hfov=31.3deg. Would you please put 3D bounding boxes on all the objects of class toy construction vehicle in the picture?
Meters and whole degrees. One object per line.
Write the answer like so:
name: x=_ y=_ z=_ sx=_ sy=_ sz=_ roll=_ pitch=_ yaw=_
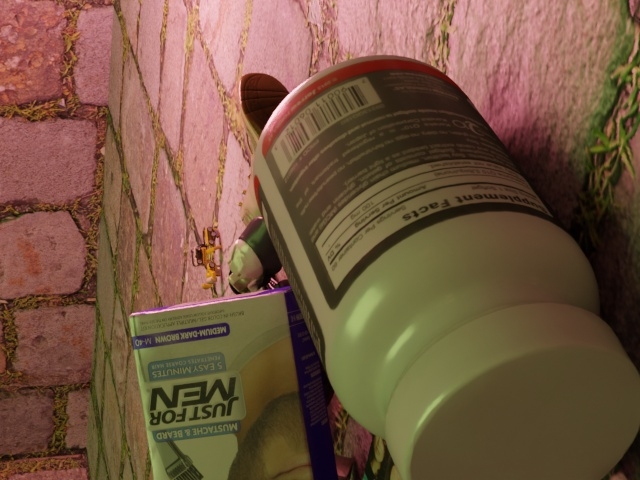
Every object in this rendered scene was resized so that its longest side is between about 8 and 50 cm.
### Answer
toy construction vehicle: x=-0.193 y=0.032 z=2.008 sx=0.086 sy=0.035 sz=0.098 roll=-26 pitch=69 yaw=58

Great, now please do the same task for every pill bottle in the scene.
pill bottle: x=0.085 y=0.027 z=0.882 sx=0.363 sy=0.210 sz=0.210 roll=-114 pitch=29 yaw=-49

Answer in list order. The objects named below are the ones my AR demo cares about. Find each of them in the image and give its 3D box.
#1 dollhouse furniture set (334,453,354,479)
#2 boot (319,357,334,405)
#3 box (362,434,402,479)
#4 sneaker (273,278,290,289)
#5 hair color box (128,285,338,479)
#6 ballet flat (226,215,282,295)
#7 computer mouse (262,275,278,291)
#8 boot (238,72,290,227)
dollhouse furniture set: x=-0.041 y=0.338 z=1.379 sx=0.129 sy=0.129 sz=0.184 roll=-34 pitch=-44 yaw=-80
boot: x=-0.058 y=0.200 z=1.431 sx=0.219 sy=0.082 sz=0.106 roll=-59 pitch=34 yaw=7
box: x=0.082 y=0.278 z=1.149 sx=0.100 sy=0.060 sz=0.244 roll=-118 pitch=32 yaw=-53
sneaker: x=-0.119 y=0.143 z=1.505 sx=0.271 sy=0.108 sz=0.100 roll=-51 pitch=-4 yaw=-31
hair color box: x=-0.086 y=0.231 z=1.264 sx=0.110 sy=0.185 sz=0.339 roll=-10 pitch=-90 yaw=-77
ballet flat: x=-0.091 y=0.031 z=1.517 sx=0.203 sy=0.074 sz=0.074 roll=117 pitch=147 yaw=-69
computer mouse: x=-0.113 y=0.136 z=1.722 sx=0.184 sy=0.060 sz=0.262 roll=-114 pitch=29 yaw=-47
boot: x=-0.075 y=-0.107 z=1.557 sx=0.165 sy=0.077 sz=0.213 roll=110 pitch=146 yaw=-50
